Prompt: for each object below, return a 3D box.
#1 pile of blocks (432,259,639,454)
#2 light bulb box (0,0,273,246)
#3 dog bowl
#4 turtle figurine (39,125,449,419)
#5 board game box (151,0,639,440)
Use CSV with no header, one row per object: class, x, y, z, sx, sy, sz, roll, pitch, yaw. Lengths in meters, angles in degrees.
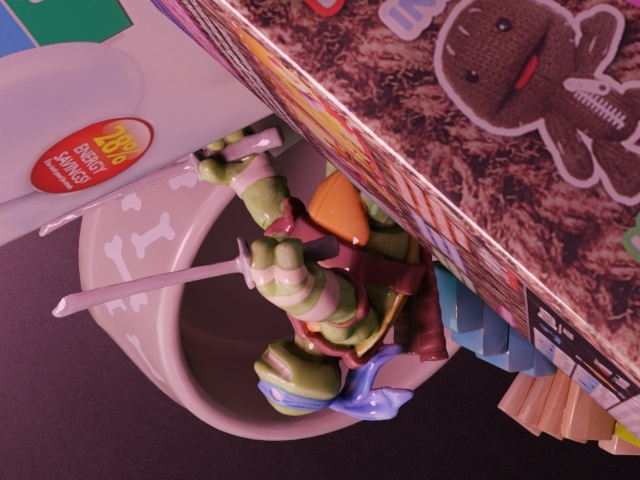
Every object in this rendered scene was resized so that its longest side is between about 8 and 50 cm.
pile of blocks,0.180,0.062,1.105,0.362,0.149,0.113,34,175,-29
light bulb box,-0.236,-0.138,0.736,0.225,0.361,0.358,64,-179,19
dog bowl,0.000,0.000,1.208,0.349,0.349,0.102,42,-177,-46
turtle figurine,-0.021,-0.042,0.951,0.275,0.266,0.198,30,-174,6
board game box,0.077,-0.053,0.458,0.291,0.141,0.232,42,180,10
